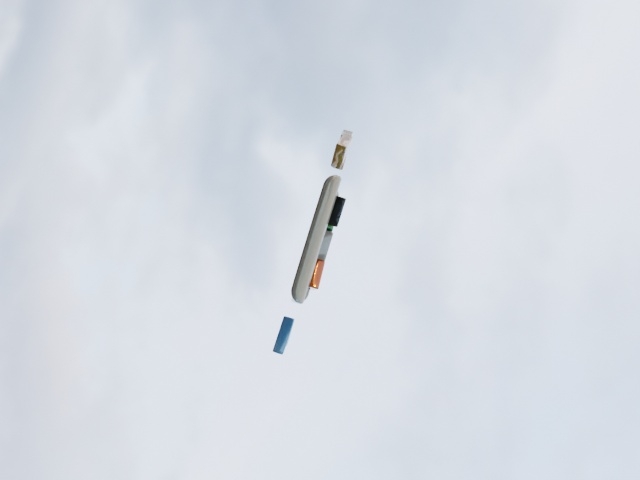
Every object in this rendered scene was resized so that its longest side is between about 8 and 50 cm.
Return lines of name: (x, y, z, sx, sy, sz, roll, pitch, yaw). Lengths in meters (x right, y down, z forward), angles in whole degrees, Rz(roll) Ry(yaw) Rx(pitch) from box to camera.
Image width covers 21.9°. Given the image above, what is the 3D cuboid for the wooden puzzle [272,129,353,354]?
wooden puzzle: (0.000, 0.000, 0.856, 0.078, 0.014, 0.116, -56, 164, -86)
